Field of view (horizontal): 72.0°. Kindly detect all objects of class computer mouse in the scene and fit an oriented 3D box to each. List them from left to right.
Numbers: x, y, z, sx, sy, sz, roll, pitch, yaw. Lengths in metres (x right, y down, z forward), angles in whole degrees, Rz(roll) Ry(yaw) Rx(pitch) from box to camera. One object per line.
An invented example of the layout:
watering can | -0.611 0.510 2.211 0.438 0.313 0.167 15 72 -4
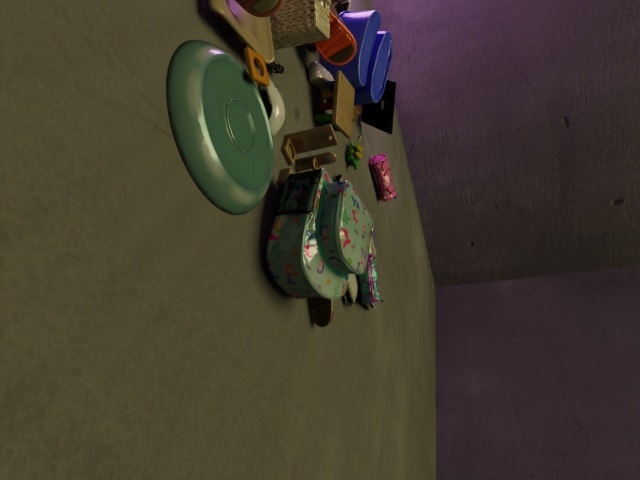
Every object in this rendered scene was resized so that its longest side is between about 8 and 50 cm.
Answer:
computer mouse | -0.107 -0.336 1.011 0.106 0.042 0.193 16 67 -70

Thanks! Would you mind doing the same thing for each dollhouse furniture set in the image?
dollhouse furniture set | -0.017 -0.167 1.067 0.151 0.123 0.144 -80 153 -43

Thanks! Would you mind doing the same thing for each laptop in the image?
laptop | 0.247 -0.625 1.886 0.136 0.264 0.234 -36 143 -29

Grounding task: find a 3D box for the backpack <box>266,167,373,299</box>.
backpack | 0.000 0.000 0.947 0.225 0.190 0.254 51 50 -47

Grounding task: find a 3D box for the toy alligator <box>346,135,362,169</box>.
toy alligator | 0.122 -0.338 1.644 0.051 0.056 0.190 24 49 -18

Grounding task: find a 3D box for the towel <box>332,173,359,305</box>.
towel | 0.083 -0.015 1.385 0.312 0.056 0.325 -67 143 -56

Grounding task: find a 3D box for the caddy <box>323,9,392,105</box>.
caddy | 0.120 -0.640 1.558 0.241 0.179 0.342 29 73 -56

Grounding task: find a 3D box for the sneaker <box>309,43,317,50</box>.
sneaker | -0.020 -0.694 1.345 0.132 0.086 0.229 -58 136 -58

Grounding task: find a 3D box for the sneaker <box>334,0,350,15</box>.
sneaker | 0.074 -0.892 1.663 0.162 0.106 0.282 37 47 -67

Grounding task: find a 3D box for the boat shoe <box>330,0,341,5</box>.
boat shoe | -0.009 -0.871 1.393 0.324 0.119 0.123 30 53 -66

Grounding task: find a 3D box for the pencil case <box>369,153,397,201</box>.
pencil case | 0.285 -0.285 2.020 0.098 0.095 0.210 -49 127 -45

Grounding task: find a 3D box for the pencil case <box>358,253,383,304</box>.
pencil case | 0.150 0.120 1.361 0.070 0.064 0.152 142 -58 -75

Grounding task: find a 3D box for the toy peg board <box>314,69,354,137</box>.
toy peg board | 0.043 -0.419 1.375 0.161 0.079 0.161 9 85 -70

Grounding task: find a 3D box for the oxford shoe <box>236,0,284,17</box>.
oxford shoe | -0.167 -0.597 0.762 0.397 0.140 0.147 62 20 -25

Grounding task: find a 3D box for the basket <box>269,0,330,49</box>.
basket | -0.066 -0.520 1.028 0.113 0.167 0.103 -23 110 -69

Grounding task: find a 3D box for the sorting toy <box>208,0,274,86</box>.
sorting toy | -0.169 -0.472 0.884 0.196 0.047 0.348 20 59 -63

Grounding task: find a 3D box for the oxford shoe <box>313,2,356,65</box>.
oxford shoe | -0.038 -0.647 1.210 0.363 0.129 0.133 42 26 -43

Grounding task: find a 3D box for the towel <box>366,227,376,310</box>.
towel | 0.172 0.091 1.543 0.209 0.034 0.285 58 34 -69

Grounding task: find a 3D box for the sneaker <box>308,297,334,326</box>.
sneaker | 0.008 0.113 1.103 0.086 0.064 0.192 -7 86 -66

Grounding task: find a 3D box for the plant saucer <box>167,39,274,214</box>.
plant saucer | -0.160 -0.207 0.810 0.317 0.043 0.318 -9 90 -71

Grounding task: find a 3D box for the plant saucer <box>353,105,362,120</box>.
plant saucer | 0.117 -0.619 1.762 0.278 0.041 0.278 -8 90 -70

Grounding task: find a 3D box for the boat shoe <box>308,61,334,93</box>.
boat shoe | 0.010 -0.512 1.395 0.184 0.066 0.063 -3 85 -61
